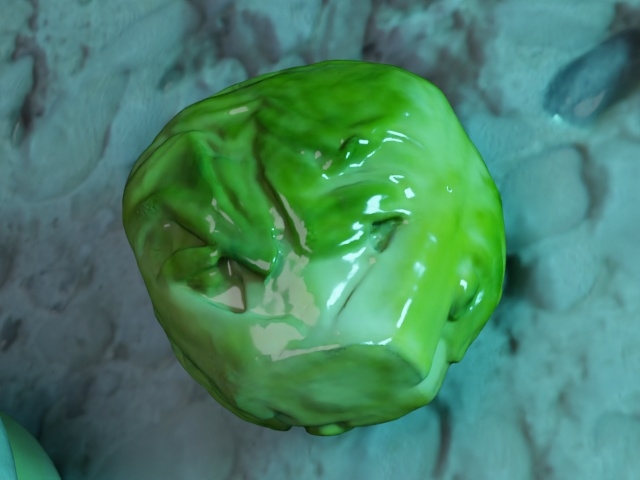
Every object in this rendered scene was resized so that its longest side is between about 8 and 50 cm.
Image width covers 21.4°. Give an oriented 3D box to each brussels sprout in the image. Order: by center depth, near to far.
[{"bbox_3d":[0.000,0.000,0.928,0.223,0.161,0.223,-6,63,11],"label":"brussels sprout"}]

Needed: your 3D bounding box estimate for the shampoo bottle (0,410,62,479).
[{"bbox_3d":[-0.329,0.190,0.989,0.322,0.317,0.322,-16,63,35],"label":"shampoo bottle"}]
